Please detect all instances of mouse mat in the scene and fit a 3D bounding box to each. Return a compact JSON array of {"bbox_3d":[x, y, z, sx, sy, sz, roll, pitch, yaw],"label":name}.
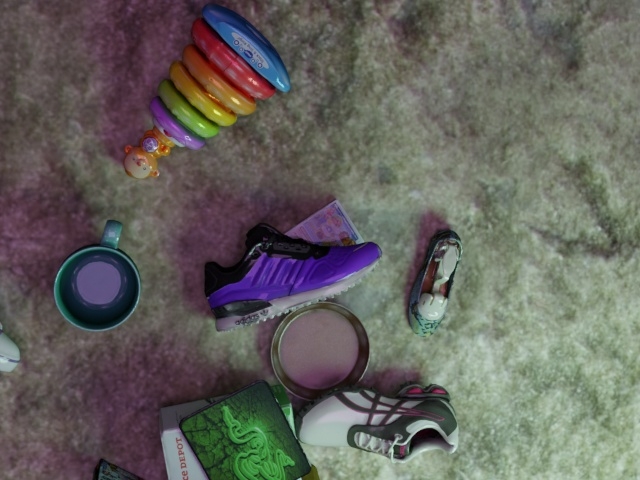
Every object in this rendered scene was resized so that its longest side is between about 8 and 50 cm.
[{"bbox_3d":[-0.115,0.322,1.486,0.152,0.007,0.189,-27,111,-4],"label":"mouse mat"}]

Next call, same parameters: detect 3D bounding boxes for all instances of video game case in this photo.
[{"bbox_3d":[0.000,0.000,1.582,0.122,0.011,0.087,-34,99,-6],"label":"video game case"}]

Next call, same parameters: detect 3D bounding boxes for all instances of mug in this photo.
[{"bbox_3d":[-0.334,0.060,1.480,0.158,0.097,0.129,-43,100,-5],"label":"mug"}]

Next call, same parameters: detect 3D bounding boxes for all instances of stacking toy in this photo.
[{"bbox_3d":[-0.200,-0.208,1.473,0.175,0.166,0.302,43,101,-15],"label":"stacking toy"}]

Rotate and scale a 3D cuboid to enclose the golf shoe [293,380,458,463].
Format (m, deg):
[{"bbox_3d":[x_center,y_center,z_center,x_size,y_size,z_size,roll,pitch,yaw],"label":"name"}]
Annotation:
[{"bbox_3d":[0.093,0.303,1.560,0.273,0.120,0.105,-7,126,-8],"label":"golf shoe"}]

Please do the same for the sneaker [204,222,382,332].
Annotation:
[{"bbox_3d":[-0.052,0.034,1.519,0.293,0.102,0.146,-21,94,-1],"label":"sneaker"}]

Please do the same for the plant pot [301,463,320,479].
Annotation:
[{"bbox_3d":[-0.067,0.513,1.524,0.212,0.187,0.212,-16,98,-9],"label":"plant pot"}]

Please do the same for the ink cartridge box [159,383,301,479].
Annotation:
[{"bbox_3d":[-0.146,0.331,1.532,0.208,0.087,0.153,-9,108,-10],"label":"ink cartridge box"}]

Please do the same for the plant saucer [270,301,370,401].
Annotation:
[{"bbox_3d":[-0.001,0.182,1.589,0.168,0.029,0.168,-1,96,-10],"label":"plant saucer"}]

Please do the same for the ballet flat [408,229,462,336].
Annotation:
[{"bbox_3d":[0.194,0.073,1.599,0.070,0.070,0.188,11,93,-11],"label":"ballet flat"}]

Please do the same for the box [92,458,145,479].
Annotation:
[{"bbox_3d":[-0.311,0.392,1.492,0.094,0.137,0.027,31,89,-12],"label":"box"}]

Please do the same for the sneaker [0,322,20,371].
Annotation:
[{"bbox_3d":[-0.535,0.064,1.443,0.282,0.102,0.161,44,83,-11],"label":"sneaker"}]
